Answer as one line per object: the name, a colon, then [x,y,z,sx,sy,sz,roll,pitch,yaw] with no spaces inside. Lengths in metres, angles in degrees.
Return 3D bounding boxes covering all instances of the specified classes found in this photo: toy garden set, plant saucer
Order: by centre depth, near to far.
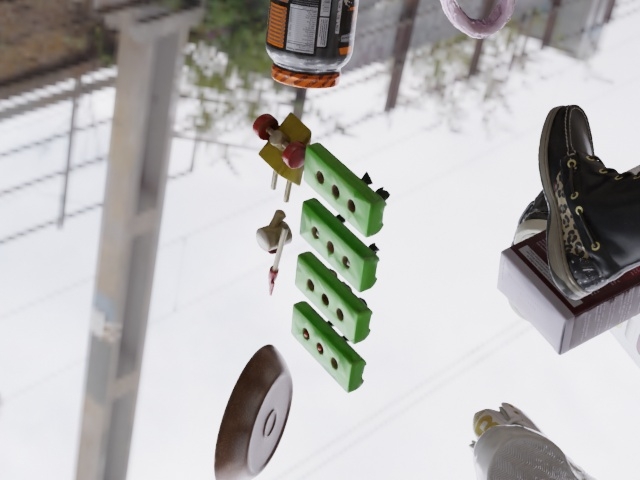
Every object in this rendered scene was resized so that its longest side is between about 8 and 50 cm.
toy garden set: [0.000,0.000,1.508,0.049,0.244,0.204,-20,-136,-29]
plant saucer: [-0.080,0.234,1.912,0.036,0.198,0.198,16,-148,17]

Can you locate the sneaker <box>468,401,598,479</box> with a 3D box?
sneaker: [0.220,0.257,1.744,0.169,0.108,0.292,39,-179,40]

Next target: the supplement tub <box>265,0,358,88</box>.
supplement tub: [-0.010,-0.300,1.900,0.117,0.190,0.117,6,-159,-2]

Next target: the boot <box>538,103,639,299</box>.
boot: [0.334,-0.064,1.606,0.085,0.179,0.236,27,-126,-41]

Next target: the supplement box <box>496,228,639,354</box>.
supplement box: [0.347,0.027,1.764,0.239,0.073,0.130,-24,-128,-20]

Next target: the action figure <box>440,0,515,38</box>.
action figure: [0.240,-0.377,1.251,0.370,0.248,0.275,-14,-113,21]

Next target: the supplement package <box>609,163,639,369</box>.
supplement package: [0.513,0.034,2.253,0.204,0.145,0.262,-25,-121,-17]

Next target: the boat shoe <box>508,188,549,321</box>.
boat shoe: [0.345,0.023,2.191,0.127,0.340,0.113,9,-116,19]
